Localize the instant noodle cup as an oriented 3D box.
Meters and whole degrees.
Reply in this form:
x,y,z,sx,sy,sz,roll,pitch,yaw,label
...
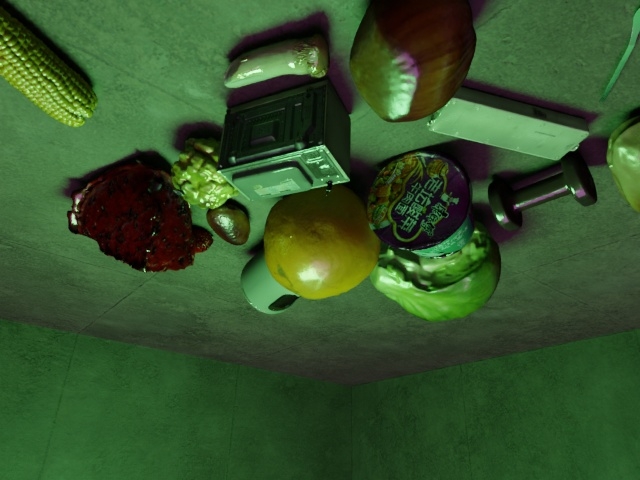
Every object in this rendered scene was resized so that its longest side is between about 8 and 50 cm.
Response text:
x,y,z,sx,sy,sz,roll,pitch,yaw,label
0.262,-0.069,1.169,0.250,0.252,0.190,-12,158,25,instant noodle cup

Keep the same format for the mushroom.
x,y,z,sx,sy,sz,roll,pitch,yaw,label
-0.082,-0.322,0.873,0.208,0.071,0.084,-5,-176,18,mushroom

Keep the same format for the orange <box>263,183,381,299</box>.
x,y,z,sx,sy,sz,roll,pitch,yaw,label
0.000,0.000,1.231,0.311,0.313,0.312,1,152,1,orange

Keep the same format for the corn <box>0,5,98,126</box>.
x,y,z,sx,sy,sz,roll,pitch,yaw,label
-0.525,-0.315,0.866,0.101,0.102,0.310,-9,151,19,corn

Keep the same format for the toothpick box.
x,y,z,sx,sy,sz,roll,pitch,yaw,label
-0.106,0.080,1.507,0.228,0.229,0.316,16,147,-26,toothpick box

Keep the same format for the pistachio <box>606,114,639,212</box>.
x,y,z,sx,sy,sz,roll,pitch,yaw,label
0.741,-0.177,1.021,0.212,0.163,0.260,-37,124,21,pistachio

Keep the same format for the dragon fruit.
x,y,z,sx,sy,sz,roll,pitch,yaw,label
-0.496,-0.086,1.302,0.328,0.287,0.228,13,-168,26,dragon fruit

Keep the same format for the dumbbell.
x,y,z,sx,sy,sz,roll,pitch,yaw,label
0.535,-0.117,1.162,0.225,0.124,0.140,-24,152,39,dumbbell

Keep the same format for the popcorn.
x,y,z,sx,sy,sz,roll,pitch,yaw,label
-0.269,-0.154,1.112,0.173,0.143,0.174,-4,151,-2,popcorn

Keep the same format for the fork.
x,y,z,sx,sy,sz,roll,pitch,yaw,label
0.547,-0.338,0.858,0.039,0.021,0.235,2,154,8,fork

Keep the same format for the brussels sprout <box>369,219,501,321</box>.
x,y,z,sx,sy,sz,roll,pitch,yaw,label
0.329,0.084,1.399,0.370,0.276,0.315,0,149,5,brussels sprout

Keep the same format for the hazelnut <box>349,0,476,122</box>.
x,y,z,sx,sy,sz,roll,pitch,yaw,label
0.147,-0.309,0.784,0.186,0.210,0.210,15,161,29,hazelnut

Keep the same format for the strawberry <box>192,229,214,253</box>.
x,y,z,sx,sy,sz,roll,pitch,yaw,label
-0.409,0.004,1.466,0.186,0.146,0.082,-17,124,-40,strawberry

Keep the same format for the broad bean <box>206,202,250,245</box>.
x,y,z,sx,sy,sz,roll,pitch,yaw,label
-0.263,-0.052,1.382,0.114,0.085,0.165,-17,145,-1,broad bean

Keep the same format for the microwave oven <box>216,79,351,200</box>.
x,y,z,sx,sy,sz,roll,pitch,yaw,label
-0.073,-0.194,0.982,0.240,0.194,0.145,-8,150,23,microwave oven

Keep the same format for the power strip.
x,y,z,sx,sy,sz,roll,pitch,yaw,label
0.391,-0.247,1.014,0.366,0.043,0.106,9,151,-15,power strip
